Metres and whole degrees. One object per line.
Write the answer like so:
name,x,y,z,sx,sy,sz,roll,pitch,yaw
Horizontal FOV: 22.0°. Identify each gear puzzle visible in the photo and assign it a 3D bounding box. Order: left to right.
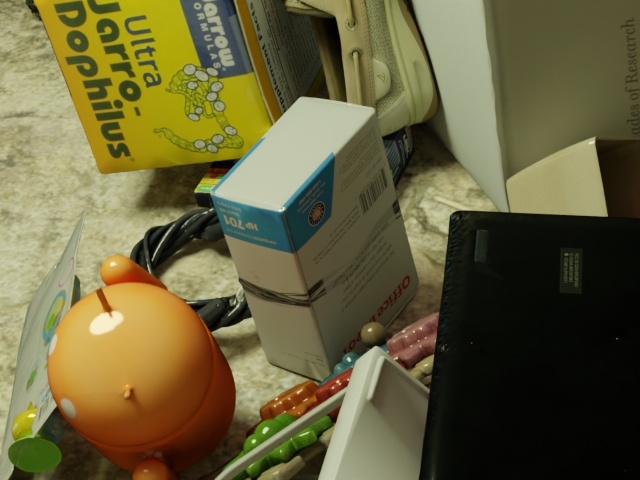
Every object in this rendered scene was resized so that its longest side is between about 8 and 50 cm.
gear puzzle,-0.034,0.139,1.208,0.339,0.044,0.175,-32,3,-36

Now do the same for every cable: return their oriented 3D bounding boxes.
cable,-0.103,0.016,1.463,0.150,0.047,0.184,-38,35,-4

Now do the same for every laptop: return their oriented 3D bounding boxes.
laptop,0.264,0.198,0.964,0.408,0.236,0.382,3,41,7

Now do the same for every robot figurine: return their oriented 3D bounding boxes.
robot figurine,-0.136,0.105,1.254,0.128,0.219,0.158,24,75,13

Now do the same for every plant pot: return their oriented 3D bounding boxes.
plant pot,0.218,-0.025,1.376,0.096,0.109,0.109,-10,-3,34

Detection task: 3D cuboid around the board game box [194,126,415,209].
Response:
board game box,-0.013,-0.066,1.555,0.170,0.048,0.141,5,44,22

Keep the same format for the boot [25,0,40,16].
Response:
boot,-0.291,-0.258,1.858,0.137,0.076,0.198,-2,27,21

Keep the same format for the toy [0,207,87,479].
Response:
toy,-0.218,0.100,1.389,0.056,0.137,0.237,25,36,-17

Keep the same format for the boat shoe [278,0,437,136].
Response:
boat shoe,0.013,-0.234,1.488,0.098,0.302,0.109,-23,16,-12

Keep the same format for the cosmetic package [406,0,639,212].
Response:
cosmetic package,0.261,-0.285,1.515,0.394,0.327,0.329,-22,39,-10

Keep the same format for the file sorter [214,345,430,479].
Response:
file sorter,0.059,0.244,0.955,0.173,0.278,0.193,-38,19,35

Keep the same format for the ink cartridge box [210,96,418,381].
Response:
ink cartridge box,0.000,0.000,1.360,0.082,0.190,0.139,15,47,32

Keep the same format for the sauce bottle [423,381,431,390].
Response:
sauce bottle,0.190,0.210,1.121,0.111,0.111,0.344,-38,47,-27

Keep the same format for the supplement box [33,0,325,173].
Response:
supplement box,-0.102,-0.242,1.622,0.195,0.194,0.356,-6,30,21

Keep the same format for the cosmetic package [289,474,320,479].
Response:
cosmetic package,-0.006,0.279,1.104,0.060,0.099,0.239,-4,41,8
